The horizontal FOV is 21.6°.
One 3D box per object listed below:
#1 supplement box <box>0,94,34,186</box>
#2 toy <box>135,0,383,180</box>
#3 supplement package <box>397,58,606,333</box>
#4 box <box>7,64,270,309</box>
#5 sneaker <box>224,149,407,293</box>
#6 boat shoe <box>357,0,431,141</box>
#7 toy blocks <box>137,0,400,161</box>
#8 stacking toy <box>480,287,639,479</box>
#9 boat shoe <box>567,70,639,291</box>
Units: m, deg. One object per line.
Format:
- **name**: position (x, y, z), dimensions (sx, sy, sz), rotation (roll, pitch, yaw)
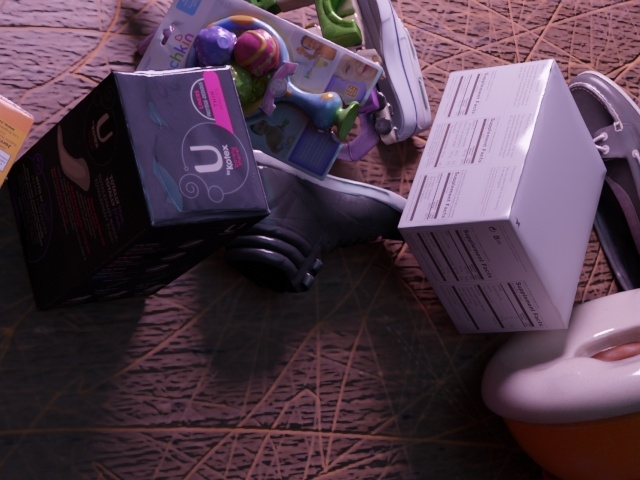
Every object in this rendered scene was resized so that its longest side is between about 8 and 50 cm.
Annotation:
- **supplement box**: position (-0.379, -0.044, 1.706), dimensions (0.080, 0.078, 0.233), rotation (32, 55, -20)
- **toy**: position (-0.071, -0.175, 1.734), dimensions (0.237, 0.056, 0.137), rotation (27, 84, 9)
- **supplement package**: position (0.226, -0.051, 2.023), dimensions (0.204, 0.145, 0.262), rotation (57, 41, -39)
- **box**: position (-0.191, -0.050, 1.713), dimensions (0.143, 0.270, 0.165), rotation (-7, 75, -35)
- **sneaker**: position (-0.001, 0.000, 1.944), dimensions (0.295, 0.104, 0.147), rotation (16, 77, -36)
- **boat shoe**: position (0.079, -0.234, 2.110), dimensions (0.075, 0.083, 0.226), rotation (-12, 90, -49)
- **toy blocks**: position (-0.083, -0.231, 1.931), dimensions (0.309, 0.260, 0.289), rotation (33, 42, -76)
- **stacking toy**: position (0.414, 0.316, 2.013), dimensions (0.350, 0.350, 0.480), rotation (-28, 106, -39)
- **boat shoe**: position (0.402, -0.065, 2.229), dimensions (0.095, 0.112, 0.335), rotation (-23, 88, -43)
